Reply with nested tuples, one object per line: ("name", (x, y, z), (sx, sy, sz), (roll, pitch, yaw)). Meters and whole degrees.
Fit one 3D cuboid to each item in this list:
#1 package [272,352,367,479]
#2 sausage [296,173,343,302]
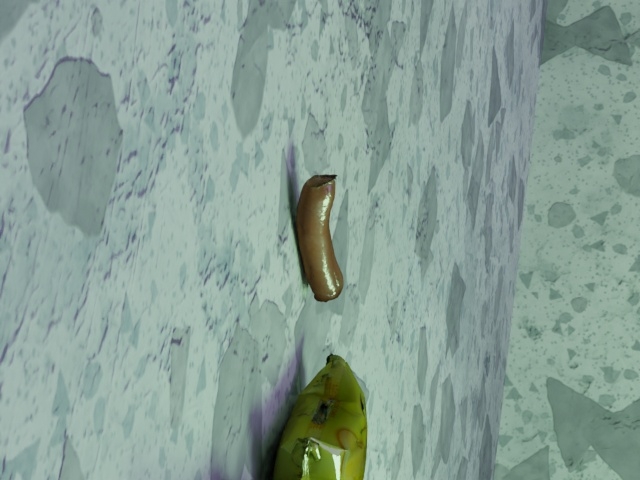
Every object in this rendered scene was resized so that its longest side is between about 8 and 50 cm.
("package", (0.002, 0.237, 1.713), (0.226, 0.090, 0.168), (-62, 155, -63))
("sausage", (0.000, -0.001, 1.712), (0.177, 0.047, 0.040), (83, 15, -45))
